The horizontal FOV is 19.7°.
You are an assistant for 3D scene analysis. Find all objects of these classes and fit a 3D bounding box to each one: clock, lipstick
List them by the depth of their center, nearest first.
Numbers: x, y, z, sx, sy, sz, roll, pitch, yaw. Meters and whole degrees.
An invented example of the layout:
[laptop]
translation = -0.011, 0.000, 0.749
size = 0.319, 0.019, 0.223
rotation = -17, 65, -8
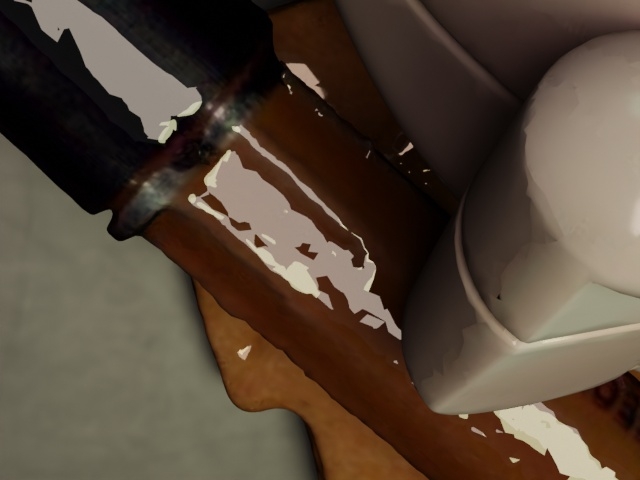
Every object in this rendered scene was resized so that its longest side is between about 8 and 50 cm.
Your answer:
[clock]
translation = 0.135, -0.141, 0.489
size = 0.342, 0.184, 0.325
rotation = -8, 76, -19
[lipstick]
translation = 0.000, 0.000, 0.529
size = 0.418, 0.077, 0.077
rotation = 41, 89, -10

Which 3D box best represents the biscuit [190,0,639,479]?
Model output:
[biscuit]
translation = 0.077, 0.019, 0.599
size = 0.306, 0.043, 0.284
rotation = 27, 96, -12
